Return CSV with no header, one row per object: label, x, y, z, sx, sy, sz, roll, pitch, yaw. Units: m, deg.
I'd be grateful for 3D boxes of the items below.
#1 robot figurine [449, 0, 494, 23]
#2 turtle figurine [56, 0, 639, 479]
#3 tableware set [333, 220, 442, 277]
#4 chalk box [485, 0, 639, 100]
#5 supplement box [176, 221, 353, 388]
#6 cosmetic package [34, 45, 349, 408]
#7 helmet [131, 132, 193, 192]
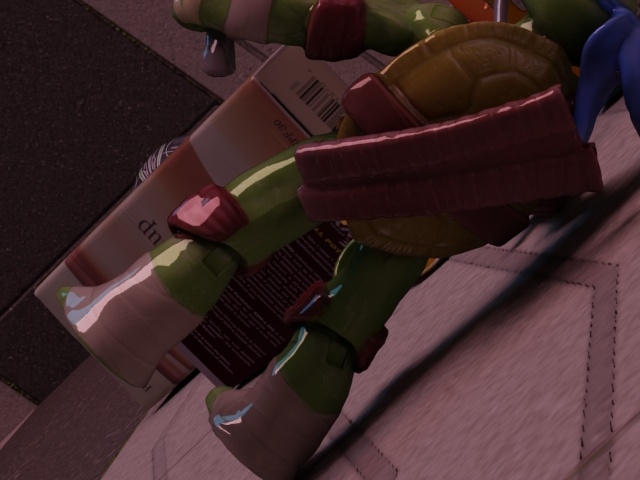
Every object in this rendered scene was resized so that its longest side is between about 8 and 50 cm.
robot figurine,0.168,-0.257,1.664,0.158,0.128,0.219,-22,9,10
turtle figurine,0.010,-0.045,0.834,0.266,0.275,0.198,-48,-30,4
tableware set,0.064,-0.030,1.016,0.154,0.024,0.104,-25,42,43
chalk box,0.175,-0.226,1.066,0.180,0.179,0.289,-43,4,24
supplement box,0.000,0.000,1.211,0.130,0.073,0.239,-49,6,-37
cosmetic package,-0.083,-0.013,1.564,0.296,0.153,0.129,-43,4,28
helmet,-0.112,-0.027,1.843,0.169,0.161,0.169,-44,5,5
